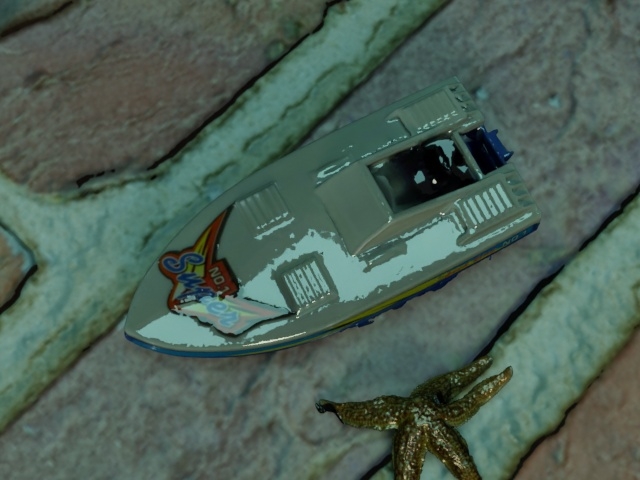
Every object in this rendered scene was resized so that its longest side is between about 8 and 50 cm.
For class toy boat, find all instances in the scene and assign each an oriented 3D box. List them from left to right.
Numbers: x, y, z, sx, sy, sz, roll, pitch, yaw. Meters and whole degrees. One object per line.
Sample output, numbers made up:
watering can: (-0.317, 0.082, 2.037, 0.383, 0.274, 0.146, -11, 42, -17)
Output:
toy boat: (0.000, 0.000, 0.887, 0.295, 0.088, 0.129, -26, 73, -9)

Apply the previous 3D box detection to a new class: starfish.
starfish: (0.058, 0.126, 0.870, 0.130, 0.041, 0.133, 13, 72, 6)
